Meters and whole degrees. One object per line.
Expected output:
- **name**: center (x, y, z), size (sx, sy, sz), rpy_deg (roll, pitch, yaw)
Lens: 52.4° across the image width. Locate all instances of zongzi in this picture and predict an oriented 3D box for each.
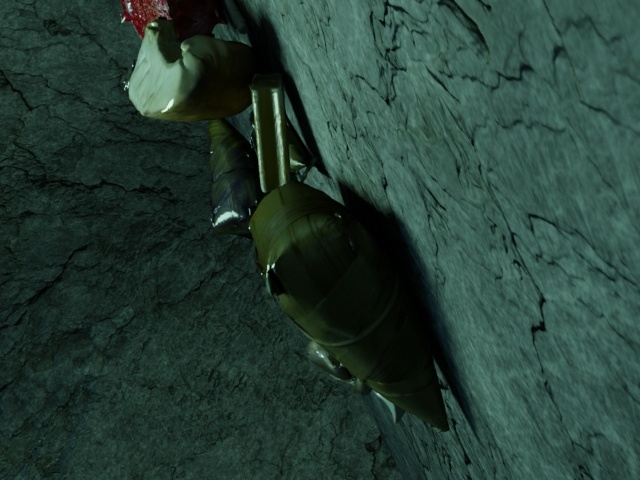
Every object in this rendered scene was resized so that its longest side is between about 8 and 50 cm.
- **zongzi**: center (-0.084, -0.241, 1.576), size (0.160, 0.078, 0.176), rpy_deg (66, 163, -6)
- **zongzi**: center (-0.202, -0.186, 2.070), size (0.403, 0.208, 0.432), rpy_deg (28, -138, -57)
- **zongzi**: center (0.042, 0.110, 1.299), size (0.467, 0.218, 0.500), rpy_deg (60, 179, -22)

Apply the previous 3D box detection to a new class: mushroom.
- **mushroom**: center (-0.253, -0.352, 1.477), size (0.397, 0.313, 0.224), rpy_deg (45, 119, 58)

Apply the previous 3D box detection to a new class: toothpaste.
- **toothpaste**: center (-0.216, -0.569, 1.593), size (0.048, 0.031, 0.190), rpy_deg (70, 176, -57)

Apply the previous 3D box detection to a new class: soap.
- **soap**: center (-0.108, -0.237, 1.429), size (0.140, 0.073, 0.232), rpy_deg (-93, -1, -62)

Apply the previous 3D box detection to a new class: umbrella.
- **umbrella**: center (-0.003, -0.163, 1.449), size (0.122, 0.022, 0.013), rpy_deg (42, 150, 49)

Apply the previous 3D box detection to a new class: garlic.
- **garlic**: center (0.075, 0.396, 2.089), size (0.292, 0.210, 0.237), rpy_deg (59, -173, -52)

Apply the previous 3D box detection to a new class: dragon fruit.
- **dragon fruit**: center (-0.388, -0.663, 1.720), size (0.371, 0.249, 0.386), rpy_deg (18, 138, 60)

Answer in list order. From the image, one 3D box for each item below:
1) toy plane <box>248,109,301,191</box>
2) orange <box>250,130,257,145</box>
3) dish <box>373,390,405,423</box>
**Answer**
- **toy plane**: center (-0.125, -0.244, 1.796), size (0.155, 0.106, 0.382), rpy_deg (-113, 2, -49)
- **orange**: center (-0.182, -0.319, 2.022), size (0.085, 0.085, 0.085), rpy_deg (155, 90, -84)
- **dish**: center (0.170, 0.345, 1.675), size (0.212, 0.077, 0.151), rpy_deg (69, 171, -28)
